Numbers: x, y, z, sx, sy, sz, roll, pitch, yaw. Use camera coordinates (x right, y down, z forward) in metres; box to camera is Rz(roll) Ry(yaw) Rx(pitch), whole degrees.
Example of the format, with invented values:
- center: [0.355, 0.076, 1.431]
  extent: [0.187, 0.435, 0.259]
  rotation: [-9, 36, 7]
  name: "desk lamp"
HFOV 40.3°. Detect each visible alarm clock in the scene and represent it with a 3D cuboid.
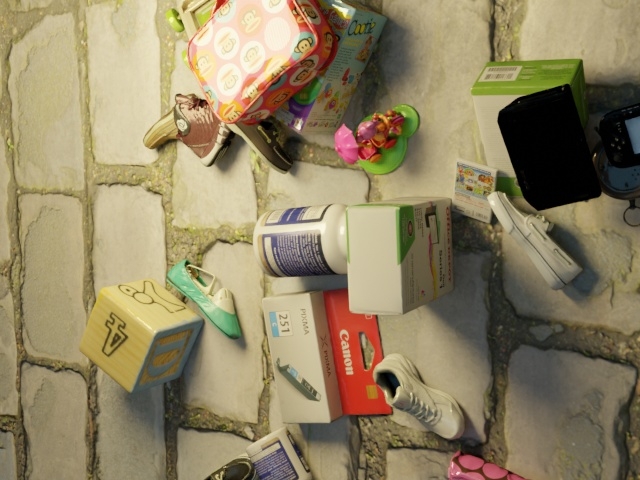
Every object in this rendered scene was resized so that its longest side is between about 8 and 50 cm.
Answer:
- center: [0.558, -0.119, 1.576]
  extent: [0.129, 0.064, 0.192]
  rotation: [-7, 96, 32]
  name: "alarm clock"

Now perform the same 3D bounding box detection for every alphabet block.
- center: [-0.442, 0.231, 2.152]
  extent: [0.197, 0.192, 0.193]
  rotation: [34, 111, 24]
  name: "alphabet block"

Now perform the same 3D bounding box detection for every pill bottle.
- center: [0.000, 0.000, 1.874]
  extent: [0.264, 0.153, 0.153]
  rotation: [-4, 94, 32]
  name: "pill bottle"
- center: [-0.084, 0.538, 2.018]
  extent: [0.112, 0.112, 0.187]
  rotation: [-35, 77, 30]
  name: "pill bottle"

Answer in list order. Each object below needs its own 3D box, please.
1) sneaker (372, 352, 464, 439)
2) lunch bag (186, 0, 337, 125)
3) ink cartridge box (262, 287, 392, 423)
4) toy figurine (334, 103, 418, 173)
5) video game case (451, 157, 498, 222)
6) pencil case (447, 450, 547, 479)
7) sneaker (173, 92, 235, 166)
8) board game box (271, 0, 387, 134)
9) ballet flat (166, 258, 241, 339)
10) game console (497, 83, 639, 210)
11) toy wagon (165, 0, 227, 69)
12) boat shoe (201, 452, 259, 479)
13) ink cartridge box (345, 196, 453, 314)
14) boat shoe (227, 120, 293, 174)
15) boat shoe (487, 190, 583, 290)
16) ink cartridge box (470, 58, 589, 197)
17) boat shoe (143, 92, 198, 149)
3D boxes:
- center: [0.195, 0.339, 1.821]
  extent: [0.232, 0.115, 0.090]
  rotation: [38, 114, 22]
  name: "sneaker"
- center: [-0.133, -0.400, 1.752]
  extent: [0.293, 0.120, 0.258]
  rotation: [-35, 77, 28]
  name: "lunch bag"
- center: [0.010, 0.258, 1.953]
  extent: [0.261, 0.066, 0.296]
  rotation: [-9, 92, 33]
  name: "ink cartridge box"
- center: [0.102, -0.211, 1.781]
  extent: [0.173, 0.159, 0.130]
  rotation: [-41, 75, 28]
  name: "toy figurine"
- center: [0.305, -0.099, 1.731]
  extent: [0.087, 0.011, 0.122]
  rotation: [22, 131, 28]
  name: "video game case"
- center: [0.355, 0.495, 1.755]
  extent: [0.209, 0.098, 0.095]
  rotation: [13, 103, 30]
  name: "pencil case"
- center: [-0.249, -0.316, 1.989]
  extent: [0.162, 0.106, 0.281]
  rotation: [36, 114, 2]
  name: "sneaker"
- center: [-0.001, -0.377, 1.831]
  extent: [0.142, 0.144, 0.275]
  rotation: [35, 112, 24]
  name: "board game box"
- center: [-0.268, 0.132, 2.099]
  extent: [0.247, 0.083, 0.087]
  rotation: [40, 101, 19]
  name: "ballet flat"
- center: [0.502, -0.185, 1.497]
  extent: [0.361, 0.044, 0.213]
  rotation: [-15, 115, 25]
  name: "game console"
- center: [-0.192, -0.477, 1.926]
  extent: [0.267, 0.068, 0.344]
  rotation: [-30, 68, 18]
  name: "toy wagon"
- center: [-0.232, 0.593, 2.139]
  extent: [0.219, 0.070, 0.078]
  rotation: [-38, 77, 29]
  name: "boat shoe"
- center: [0.162, 0.022, 1.707]
  extent: [0.117, 0.278, 0.201]
  rotation: [0, 97, 28]
  name: "ink cartridge box"
- center: [-0.131, -0.236, 1.916]
  extent: [0.068, 0.228, 0.081]
  rotation: [-40, 31, 12]
  name: "boat shoe"
- center: [0.415, -0.014, 1.674]
  extent: [0.076, 0.083, 0.226]
  rotation: [-38, 89, 19]
  name: "boat shoe"
- center: [0.405, -0.205, 1.646]
  extent: [0.188, 0.097, 0.255]
  rotation: [5, 133, 30]
  name: "ink cartridge box"
- center: [-0.353, -0.271, 2.108]
  extent: [0.190, 0.068, 0.072]
  rotation: [-39, 88, 29]
  name: "boat shoe"
